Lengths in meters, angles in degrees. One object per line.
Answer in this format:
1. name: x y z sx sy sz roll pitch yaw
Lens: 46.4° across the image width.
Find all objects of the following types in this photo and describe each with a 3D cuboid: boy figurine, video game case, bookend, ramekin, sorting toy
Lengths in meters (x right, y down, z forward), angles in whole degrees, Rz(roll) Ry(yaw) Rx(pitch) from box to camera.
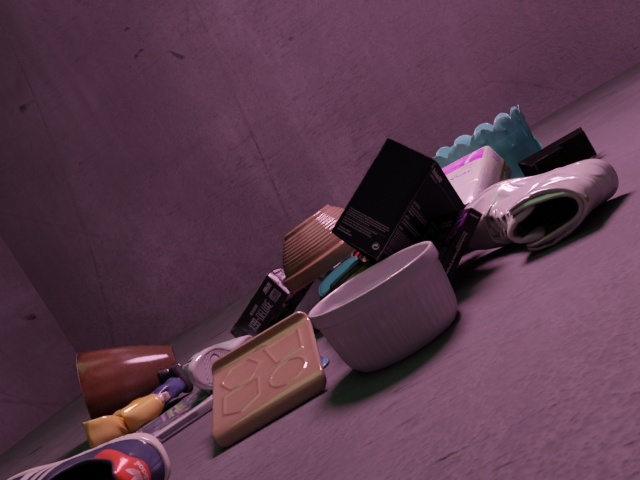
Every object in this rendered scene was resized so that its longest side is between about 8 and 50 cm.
1. boy figurine: -0.424 0.388 1.698 0.177 0.092 0.285 -25 3 40
2. video game case: -0.292 0.358 1.503 0.173 0.022 0.190 -32 3 -15
3. bookend: 0.513 -0.169 1.571 0.157 0.072 0.156 -30 4 8
4. ramekin: 0.097 0.099 1.068 0.207 0.109 0.207 -32 4 2
5. sorting toy: -0.084 0.216 1.176 0.193 0.038 0.208 -31 26 4

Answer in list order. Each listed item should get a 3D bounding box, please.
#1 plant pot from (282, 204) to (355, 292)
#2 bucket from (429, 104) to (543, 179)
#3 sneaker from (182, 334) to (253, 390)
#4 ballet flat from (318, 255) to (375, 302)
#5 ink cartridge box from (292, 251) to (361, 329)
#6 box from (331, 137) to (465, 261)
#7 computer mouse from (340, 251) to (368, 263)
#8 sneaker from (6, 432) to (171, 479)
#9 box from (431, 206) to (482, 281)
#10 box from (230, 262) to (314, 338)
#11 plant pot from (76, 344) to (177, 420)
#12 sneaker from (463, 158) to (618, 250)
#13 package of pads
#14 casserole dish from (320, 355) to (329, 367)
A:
1. plant pot: 0.000 0.000 1.588 0.237 0.109 0.237 -36 4 3
2. bucket: 0.398 -0.177 1.783 0.281 0.183 0.281 -32 4 2
3. sneaker: -0.243 0.279 1.583 0.151 0.094 0.256 -24 -4 20
4. ballet flat: 0.066 0.097 1.353 0.123 0.123 0.348 -32 0 -4
5. ink cartridge box: 0.028 0.075 1.679 0.238 0.060 0.275 -59 -2 10
6. box: 0.144 -0.038 1.291 0.184 0.103 0.261 -57 -25 -1
7. computer mouse: 0.082 0.057 2.234 0.184 0.060 0.262 -30 4 32
8. sneaker: -0.386 0.383 1.043 0.350 0.131 0.148 -31 -1 8
9. box: 0.204 0.025 1.239 0.162 0.029 0.116 -64 8 -7
10. box: -0.071 0.121 1.910 0.307 0.076 0.242 -36 -15 -49
11. plant pot: -0.481 0.359 1.925 0.231 0.215 0.215 -16 0 -11
12. sneaker: 0.308 -0.038 1.192 0.293 0.108 0.169 -27 3 43
13. package of pads: 0.246 -0.053 1.569 0.297 0.101 0.229 -29 22 37
14. casserole dish: -0.073 0.234 1.248 0.188 0.037 0.114 -30 4 8
